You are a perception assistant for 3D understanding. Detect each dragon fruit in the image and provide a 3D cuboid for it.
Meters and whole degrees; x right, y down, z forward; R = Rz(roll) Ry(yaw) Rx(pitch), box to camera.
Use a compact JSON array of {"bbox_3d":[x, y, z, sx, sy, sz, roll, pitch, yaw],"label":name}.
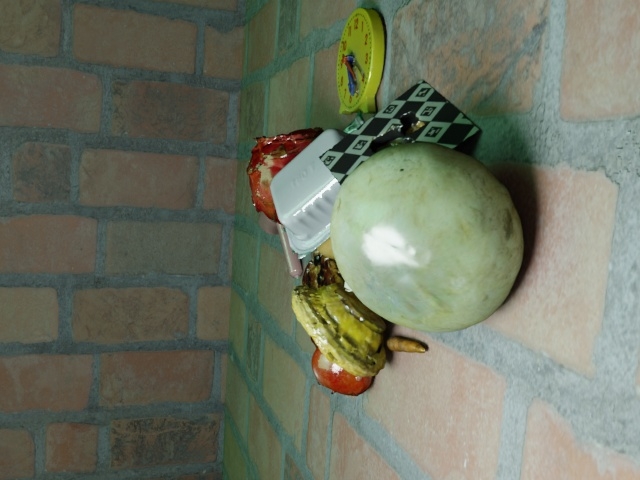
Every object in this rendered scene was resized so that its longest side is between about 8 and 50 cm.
[{"bbox_3d":[-0.076,-0.193,1.843,0.296,0.295,0.302,-122,36,-58],"label":"dragon fruit"}]

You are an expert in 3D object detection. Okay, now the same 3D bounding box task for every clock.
[{"bbox_3d":[0.095,-0.490,1.706,0.277,0.071,0.294,-166,79,-71],"label":"clock"}]

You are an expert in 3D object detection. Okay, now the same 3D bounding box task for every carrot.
[{"bbox_3d":[0.195,0.239,1.408,0.165,0.035,0.036,166,105,-70],"label":"carrot"}]

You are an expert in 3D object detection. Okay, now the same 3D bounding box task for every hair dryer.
[{"bbox_3d":[-0.133,-0.009,2.299,0.210,0.125,0.353,126,135,-60],"label":"hair dryer"}]

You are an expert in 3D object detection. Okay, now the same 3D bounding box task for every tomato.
[{"bbox_3d":[0.058,0.322,1.624,0.167,0.167,0.168,-178,90,-71],"label":"tomato"}]

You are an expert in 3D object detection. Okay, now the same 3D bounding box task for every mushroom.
[{"bbox_3d":[0.187,-0.002,1.095,0.260,0.352,0.352,-45,-20,-46],"label":"mushroom"}]

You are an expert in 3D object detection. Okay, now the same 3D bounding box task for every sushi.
[{"bbox_3d":[0.164,-0.190,1.313,0.059,0.294,0.292,51,-173,-36],"label":"sushi"}]

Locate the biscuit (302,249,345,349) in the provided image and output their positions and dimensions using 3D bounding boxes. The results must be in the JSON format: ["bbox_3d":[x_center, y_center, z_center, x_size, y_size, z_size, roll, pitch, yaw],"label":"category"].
[{"bbox_3d":[0.032,0.191,1.830,0.290,0.081,0.334,111,149,-43],"label":"biscuit"}]

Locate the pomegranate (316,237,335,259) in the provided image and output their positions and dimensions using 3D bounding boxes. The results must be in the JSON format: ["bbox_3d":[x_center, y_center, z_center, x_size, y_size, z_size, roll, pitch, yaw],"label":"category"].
[{"bbox_3d":[0.057,-0.035,1.641,0.196,0.196,0.196,-178,90,-71],"label":"pomegranate"}]

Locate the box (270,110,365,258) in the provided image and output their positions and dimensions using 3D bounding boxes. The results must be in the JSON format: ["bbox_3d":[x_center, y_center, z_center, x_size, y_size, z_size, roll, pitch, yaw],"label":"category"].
[{"bbox_3d":[-0.004,-0.149,1.547,0.336,0.106,0.264,-38,48,23],"label":"box"}]

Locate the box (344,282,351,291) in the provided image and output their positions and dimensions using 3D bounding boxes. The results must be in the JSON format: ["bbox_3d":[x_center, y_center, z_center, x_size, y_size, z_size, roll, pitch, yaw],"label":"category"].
[{"bbox_3d":[0.161,0.003,1.358,0.220,0.091,0.274,17,106,51],"label":"box"}]

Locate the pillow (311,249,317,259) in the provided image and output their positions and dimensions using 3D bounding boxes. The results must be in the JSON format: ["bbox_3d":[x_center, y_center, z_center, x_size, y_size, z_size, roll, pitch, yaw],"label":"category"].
[{"bbox_3d":[0.000,0.000,1.991,0.118,0.043,0.185,-139,53,-69],"label":"pillow"}]

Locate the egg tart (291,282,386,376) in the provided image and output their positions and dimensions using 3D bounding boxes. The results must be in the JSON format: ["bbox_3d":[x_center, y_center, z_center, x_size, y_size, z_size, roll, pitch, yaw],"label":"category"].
[{"bbox_3d":[0.062,0.194,1.476,0.123,0.294,0.294,-45,33,12],"label":"egg tart"}]
